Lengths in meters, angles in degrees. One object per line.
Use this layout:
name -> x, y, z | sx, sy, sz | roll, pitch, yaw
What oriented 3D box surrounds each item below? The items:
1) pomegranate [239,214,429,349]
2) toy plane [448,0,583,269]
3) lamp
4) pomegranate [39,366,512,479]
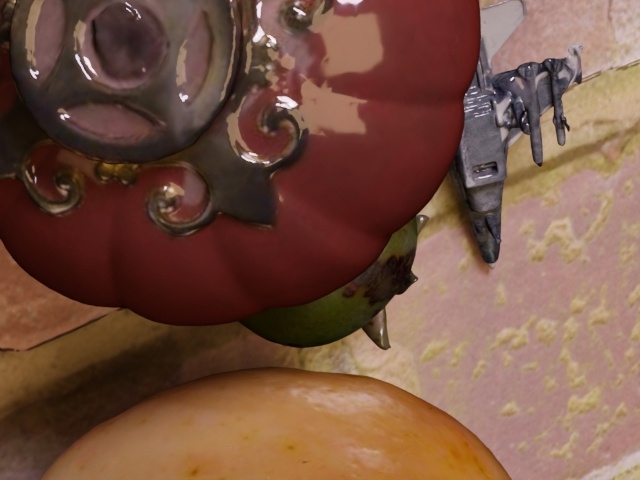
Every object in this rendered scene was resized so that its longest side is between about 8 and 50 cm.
pomegranate -> 0.004, 0.000, 1.161 | 0.169, 0.148, 0.148 | 15, 97, -46
toy plane -> 0.104, -0.066, 1.244 | 0.160, 0.082, 0.234 | -15, 117, -3
lamp -> -0.066, -0.106, 0.975 | 0.257, 0.303, 0.303 | -29, 133, -75
pomegranate -> -0.028, 0.286, 1.094 | 0.411, 0.411, 0.412 | -13, 114, -32
